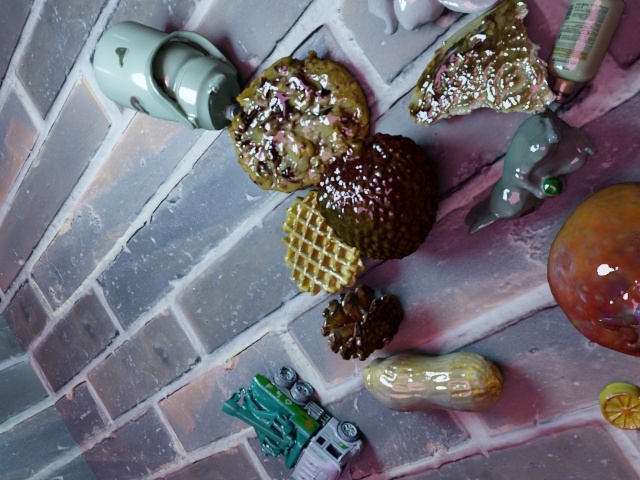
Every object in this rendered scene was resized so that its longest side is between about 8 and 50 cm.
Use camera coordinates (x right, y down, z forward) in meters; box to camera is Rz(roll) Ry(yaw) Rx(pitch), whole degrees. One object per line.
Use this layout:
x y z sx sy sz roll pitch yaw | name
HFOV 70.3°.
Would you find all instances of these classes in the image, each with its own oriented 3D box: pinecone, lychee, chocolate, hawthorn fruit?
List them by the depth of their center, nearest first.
0.488 0.064 0.669 0.275 0.307 0.276 9 117 17 | hawthorn fruit
0.118 -0.081 0.895 0.235 0.236 0.271 -9 121 33 | lychee
0.238 0.310 0.990 0.309 0.134 0.134 -8 100 31 | chocolate
0.088 0.182 1.019 0.150 0.179 0.195 59 145 4 | pinecone

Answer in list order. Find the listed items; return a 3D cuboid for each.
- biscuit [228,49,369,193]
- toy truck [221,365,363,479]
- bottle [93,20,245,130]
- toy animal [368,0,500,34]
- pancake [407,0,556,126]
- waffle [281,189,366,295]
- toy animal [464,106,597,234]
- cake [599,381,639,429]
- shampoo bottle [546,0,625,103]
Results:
-0.059 -0.254 1.009 0.334 0.081 0.290 -26 95 22 | biscuit
-0.075 0.500 1.211 0.363 0.178 0.177 32 118 17 | toy truck
-0.349 -0.385 1.099 0.351 0.229 0.229 25 116 17 | bottle
0.205 -0.429 0.818 0.220 0.104 0.131 17 143 11 | toy animal
0.297 -0.283 0.805 0.244 0.057 0.266 48 126 27 | pancake
-0.001 0.000 1.058 0.249 0.056 0.253 -12 81 43 | waffle
0.362 -0.102 0.820 0.125 0.127 0.251 33 133 6 | toy animal
0.562 0.306 0.841 0.084 0.044 0.084 9 109 28 | cake
0.416 -0.304 0.733 0.079 0.079 0.162 24 115 24 | shampoo bottle
